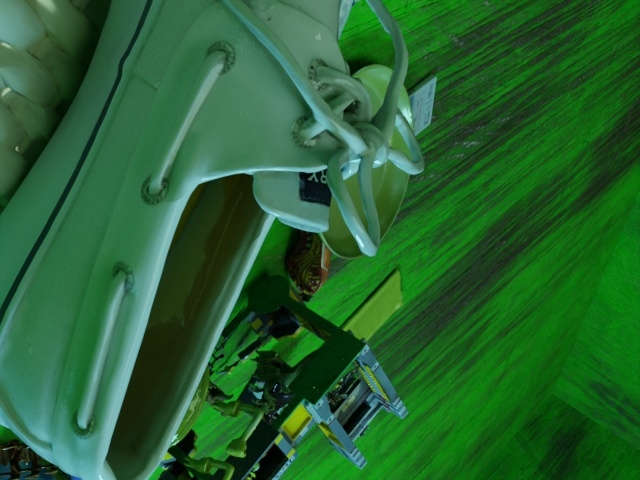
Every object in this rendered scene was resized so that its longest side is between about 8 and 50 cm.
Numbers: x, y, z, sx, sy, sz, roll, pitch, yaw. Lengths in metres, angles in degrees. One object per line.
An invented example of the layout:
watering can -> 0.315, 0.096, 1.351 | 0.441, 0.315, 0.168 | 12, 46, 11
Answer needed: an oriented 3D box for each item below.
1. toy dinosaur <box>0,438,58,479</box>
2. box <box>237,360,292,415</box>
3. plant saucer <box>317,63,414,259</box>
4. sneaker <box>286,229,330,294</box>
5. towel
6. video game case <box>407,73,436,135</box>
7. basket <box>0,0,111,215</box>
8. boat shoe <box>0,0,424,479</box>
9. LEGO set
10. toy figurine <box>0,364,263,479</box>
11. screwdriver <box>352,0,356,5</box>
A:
toy dinosaur -> -0.340, 0.170, 0.636 | 0.322, 0.218, 0.164 | -29, 107, -25
box -> -0.071, 0.219, 1.350 | 0.083, 0.052, 0.062 | -56, 155, 2
plant saucer -> 0.044, -0.098, 1.145 | 0.241, 0.037, 0.241 | -30, 127, -51
sneaker -> 0.000, 0.000, 1.213 | 0.067, 0.064, 0.175 | -37, 150, -45
towel -> 0.060, 0.156, 1.540 | 0.237, 0.021, 0.102 | -45, 153, -23
video game case -> 0.116, -0.166, 1.284 | 0.122, 0.011, 0.087 | -40, 150, -31
basket -> -0.181, -0.221, 0.422 | 0.328, 0.266, 0.331 | -53, 156, -9
boat shoe -> -0.026, -0.045, 0.407 | 0.367, 0.156, 0.136 | -59, 156, 5
LEGO set -> -0.053, 0.228, 1.166 | 0.331, 0.254, 0.192 | -54, 139, -22
toy figurine -> -0.250, 0.271, 0.958 | 0.217, 0.191, 0.363 | 26, 94, -52
screwdriver -> 0.045, -0.267, 1.031 | 0.170, 0.025, 0.024 | -26, 141, -45
